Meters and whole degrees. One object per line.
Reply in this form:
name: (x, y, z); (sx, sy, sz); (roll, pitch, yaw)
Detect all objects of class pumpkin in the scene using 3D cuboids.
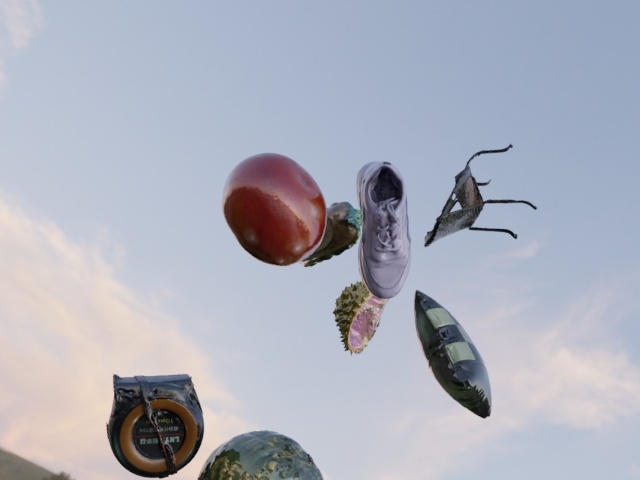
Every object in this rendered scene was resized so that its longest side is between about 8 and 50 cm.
pumpkin: (-0.119, 0.583, 1.550); (0.291, 0.257, 0.328); (-11, -83, 48)

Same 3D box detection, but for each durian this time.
durian: (0.105, 0.185, 1.838); (0.132, 0.165, 0.182); (35, -73, -9)

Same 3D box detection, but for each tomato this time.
tomato: (-0.070, -0.053, 1.143); (0.136, 0.195, 0.195); (-40, -65, 20)

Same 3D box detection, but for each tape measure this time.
tape measure: (-0.352, 0.391, 1.513); (0.202, 0.223, 0.135); (0, 4, -19)

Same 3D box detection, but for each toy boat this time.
toy boat: (-0.010, 0.003, 1.580); (0.099, 0.109, 0.293); (-11, -13, -33)

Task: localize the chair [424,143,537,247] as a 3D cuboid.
chair: (0.280, -0.072, 1.349); (0.213, 0.149, 0.174); (-12, -27, -15)

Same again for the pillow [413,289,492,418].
pillow: (0.268, 0.233, 1.463); (0.106, 0.250, 0.186); (-30, -41, 6)

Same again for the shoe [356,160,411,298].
shoe: (0.110, -0.022, 1.209); (0.095, 0.245, 0.137); (-4, -3, 0)
